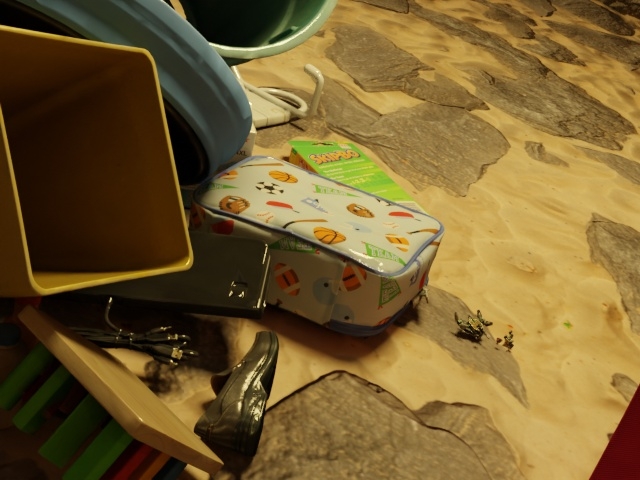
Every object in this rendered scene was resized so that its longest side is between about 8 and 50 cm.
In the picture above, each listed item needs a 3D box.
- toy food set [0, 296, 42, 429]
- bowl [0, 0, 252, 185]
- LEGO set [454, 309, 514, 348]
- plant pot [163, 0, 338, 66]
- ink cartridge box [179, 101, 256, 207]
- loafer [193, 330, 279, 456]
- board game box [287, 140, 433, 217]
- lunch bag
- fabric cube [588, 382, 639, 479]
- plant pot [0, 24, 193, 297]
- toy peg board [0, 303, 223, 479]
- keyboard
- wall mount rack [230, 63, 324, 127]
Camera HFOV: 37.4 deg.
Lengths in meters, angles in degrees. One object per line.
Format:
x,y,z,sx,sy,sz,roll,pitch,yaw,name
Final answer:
-0.333,0.117,0.796,0.232,0.104,0.111,-8,36,-38,toy food set
-0.265,-0.192,1.069,0.391,0.391,0.077,23,72,14,bowl
0.200,0.113,1.172,0.083,0.023,0.054,35,33,9,LEGO set
-0.198,-0.334,1.188,0.341,0.341,0.334,-4,-9,-32,plant pot
-0.147,-0.124,1.291,0.092,0.143,0.090,6,29,-18,ink cartridge box
-0.078,0.140,0.935,0.061,0.062,0.170,11,26,1,loafer
0.053,-0.084,1.438,0.124,0.039,0.259,-2,35,-31,board game box
0.000,0.000,1.178,0.303,0.115,0.243,23,26,16,lunch bag
0.407,0.226,0.812,0.259,0.258,0.254,-9,36,-39,fabric cube
-0.267,-0.052,0.845,0.187,0.212,0.212,-13,-1,28,plant pot
-0.188,0.153,0.804,0.161,0.079,0.160,38,-8,29,toy peg board
-0.216,0.054,1.002,0.317,0.033,0.201,5,40,3,keyboard
-0.175,-0.286,1.590,0.304,0.130,0.350,32,31,27,wall mount rack
